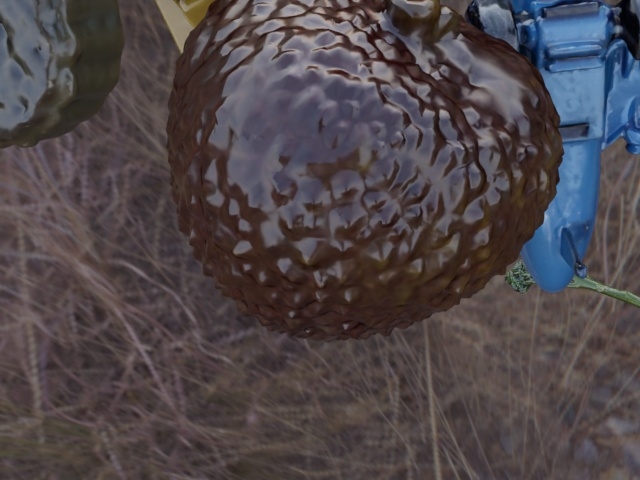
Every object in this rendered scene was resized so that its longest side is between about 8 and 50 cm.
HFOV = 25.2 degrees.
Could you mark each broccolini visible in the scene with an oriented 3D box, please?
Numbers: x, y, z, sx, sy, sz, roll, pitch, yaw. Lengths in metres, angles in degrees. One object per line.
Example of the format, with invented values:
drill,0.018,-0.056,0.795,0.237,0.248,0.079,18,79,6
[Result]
broccolini,0.305,0.057,1.655,0.194,0.052,0.054,20,75,24

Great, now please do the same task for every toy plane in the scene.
toy plane,0.127,-0.090,0.770,0.254,0.105,0.271,-7,110,-3

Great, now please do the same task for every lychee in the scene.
lychee,0.012,-0.041,0.672,0.194,0.194,0.194,-2,74,9

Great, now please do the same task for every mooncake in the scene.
mooncake,-0.300,-0.198,1.349,0.228,0.124,0.228,8,107,26

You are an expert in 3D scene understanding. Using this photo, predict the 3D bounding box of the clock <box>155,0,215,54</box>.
clock,-0.102,-0.294,0.897,0.200,0.244,0.317,-34,65,2
